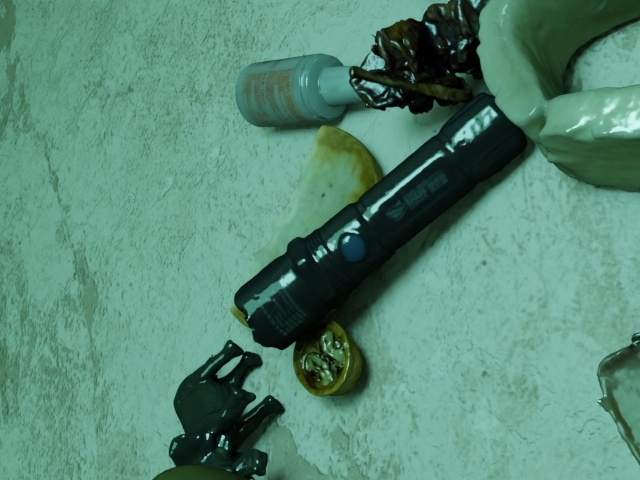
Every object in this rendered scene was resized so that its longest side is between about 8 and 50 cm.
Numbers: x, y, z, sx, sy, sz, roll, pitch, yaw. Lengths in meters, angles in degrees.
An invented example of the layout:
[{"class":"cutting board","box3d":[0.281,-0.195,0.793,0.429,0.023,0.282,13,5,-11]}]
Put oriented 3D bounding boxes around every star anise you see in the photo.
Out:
[{"class":"star anise","box3d":[0.149,-0.220,1.183,0.220,0.190,0.126,-30,86,6]}]

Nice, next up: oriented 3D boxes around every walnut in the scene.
[{"class":"walnut","box3d":[0.016,0.153,1.208,0.091,0.052,0.121,-55,38,11]}]

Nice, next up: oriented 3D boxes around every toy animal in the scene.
[{"class":"toy animal","box3d":[-0.124,0.246,1.270,0.146,0.114,0.245,-44,23,10]}]

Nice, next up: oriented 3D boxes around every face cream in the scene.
[{"class":"face cream","box3d":[-0.011,-0.223,1.392,0.251,0.101,0.101,2,71,45]}]

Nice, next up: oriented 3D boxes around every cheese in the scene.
[{"class":"cheese","box3d":[0.332,-0.205,1.006,0.332,0.153,0.293,-13,61,40]}]

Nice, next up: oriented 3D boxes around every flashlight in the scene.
[{"class":"flashlight","box3d":[0.076,-0.021,1.173,0.424,0.103,0.103,-39,46,11]}]

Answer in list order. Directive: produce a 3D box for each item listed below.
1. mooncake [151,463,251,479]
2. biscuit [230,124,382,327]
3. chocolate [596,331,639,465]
[{"class":"mooncake","box3d":[-0.036,0.394,0.840,0.467,0.467,0.262,20,87,48]},{"class":"biscuit","box3d":[0.000,0.000,1.310,0.204,0.040,0.309,26,89,47]},{"class":"chocolate","box3d":[0.387,0.120,0.841,0.261,0.083,0.161,-34,66,29]}]
